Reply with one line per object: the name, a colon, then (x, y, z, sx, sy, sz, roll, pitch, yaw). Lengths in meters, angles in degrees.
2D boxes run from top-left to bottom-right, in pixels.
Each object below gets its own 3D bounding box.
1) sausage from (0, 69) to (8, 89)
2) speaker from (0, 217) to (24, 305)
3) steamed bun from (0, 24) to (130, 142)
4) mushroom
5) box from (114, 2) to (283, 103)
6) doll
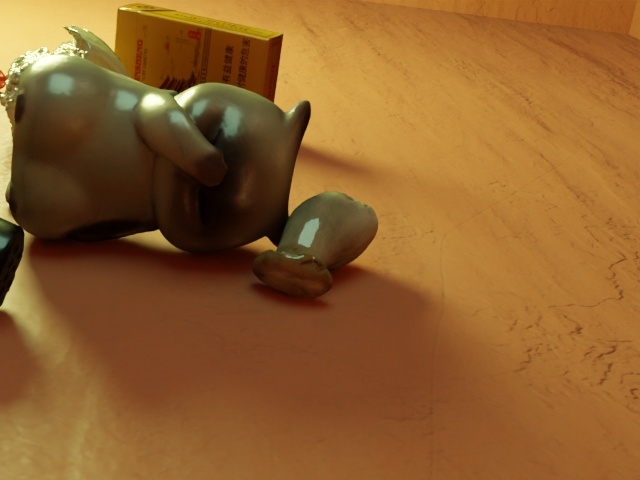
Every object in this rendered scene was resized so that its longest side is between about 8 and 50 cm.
sausage: (-0.572, -0.264, 1.733, 0.048, 0.050, 0.145, -27, -1, 35)
speaker: (-0.471, -0.013, 1.084, 0.329, 0.198, 0.259, 22, -19, -5)
steamed bun: (-0.391, -0.247, 1.598, 0.200, 0.170, 0.225, -4, 23, -19)
mushroom: (0.000, 0.001, 1.241, 0.097, 0.088, 0.212, 43, 31, -2)
box: (-0.210, -0.286, 1.756, 0.274, 0.174, 0.076, 14, 21, 13)
doll: (-0.208, -0.096, 1.234, 0.370, 0.215, 0.226, 8, 5, 2)
